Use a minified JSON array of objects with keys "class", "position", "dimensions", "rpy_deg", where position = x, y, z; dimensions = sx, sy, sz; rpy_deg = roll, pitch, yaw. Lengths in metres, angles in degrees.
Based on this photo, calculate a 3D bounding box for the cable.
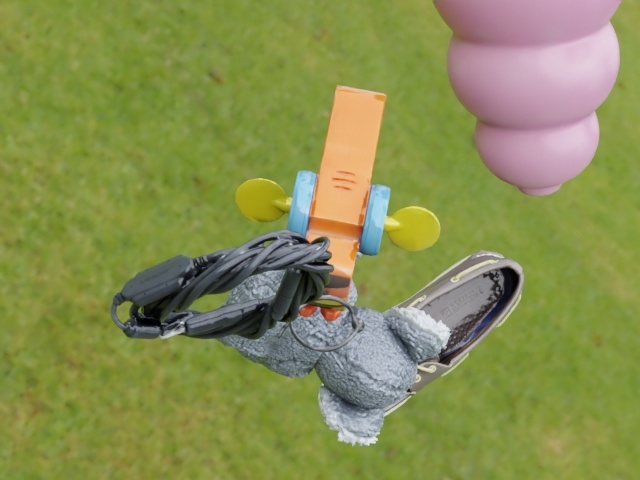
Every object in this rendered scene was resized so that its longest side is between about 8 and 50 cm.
[{"class":"cable","position":[-0.063,0.044,1.259],"dimensions":[0.150,0.185,0.047],"rpy_deg":[27,45,-53]}]

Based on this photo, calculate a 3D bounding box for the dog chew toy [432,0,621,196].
[{"class":"dog chew toy","position":[0.216,-0.205,1.628],"dimensions":[0.207,0.331,0.206],"rpy_deg":[-5,24,2]}]

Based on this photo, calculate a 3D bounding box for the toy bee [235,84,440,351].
[{"class":"toy bee","position":[0.000,0.000,1.581],"dimensions":[0.195,0.162,0.298],"rpy_deg":[29,60,10]}]

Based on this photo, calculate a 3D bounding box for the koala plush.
[{"class":"koala plush","position":[0.012,0.104,1.725],"dimensions":[0.221,0.196,0.203],"rpy_deg":[40,9,5]}]

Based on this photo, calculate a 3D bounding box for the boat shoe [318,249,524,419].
[{"class":"boat shoe","position":[0.134,0.132,2.086],"dimensions":[0.116,0.324,0.097],"rpy_deg":[53,-9,-5]}]
